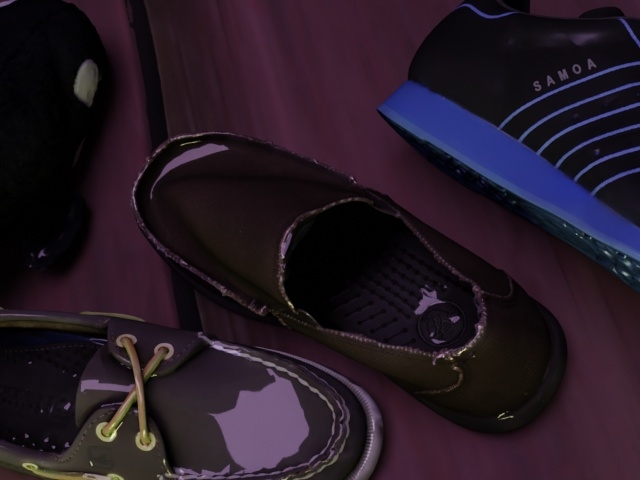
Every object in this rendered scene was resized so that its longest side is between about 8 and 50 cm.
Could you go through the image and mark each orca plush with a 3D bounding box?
[{"bbox_3d":[-0.210,-0.036,0.488,0.287,0.102,0.151,-34,74,-23],"label":"orca plush"}]

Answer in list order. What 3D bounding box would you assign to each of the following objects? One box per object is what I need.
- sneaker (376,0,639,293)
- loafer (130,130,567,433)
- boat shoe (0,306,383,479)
[{"bbox_3d":[0.126,-0.033,0.410,0.232,0.081,0.090,37,91,32],"label":"sneaker"},{"bbox_3d":[0.000,0.000,0.447,0.220,0.078,0.080,24,77,29],"label":"loafer"},{"bbox_3d":[-0.088,0.072,0.455,0.228,0.068,0.081,2,67,23],"label":"boat shoe"}]
